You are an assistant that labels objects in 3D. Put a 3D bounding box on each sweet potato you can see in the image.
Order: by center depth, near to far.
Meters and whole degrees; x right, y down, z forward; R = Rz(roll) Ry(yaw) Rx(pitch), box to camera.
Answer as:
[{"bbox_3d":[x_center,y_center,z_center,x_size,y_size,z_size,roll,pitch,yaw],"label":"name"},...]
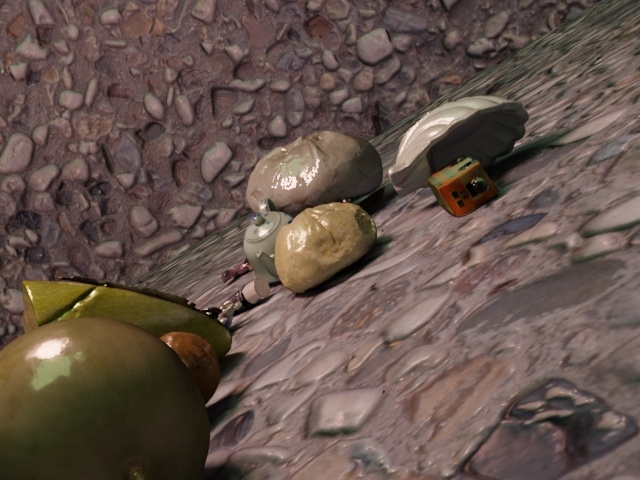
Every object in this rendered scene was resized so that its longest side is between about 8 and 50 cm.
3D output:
[{"bbox_3d":[0.117,-0.094,1.940,0.115,0.026,0.026,-38,11,-9],"label":"sweet potato"}]

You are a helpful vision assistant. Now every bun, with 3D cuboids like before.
[{"bbox_3d":[0.000,0.000,1.503,0.220,0.134,0.220,-34,7,4],"label":"bun"},{"bbox_3d":[-0.015,-0.163,1.927,0.354,0.194,0.354,-19,3,1],"label":"bun"}]

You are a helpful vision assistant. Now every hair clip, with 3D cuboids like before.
[{"bbox_3d":[-0.189,0.048,2.121,0.146,0.056,0.187,-28,19,12],"label":"hair clip"}]

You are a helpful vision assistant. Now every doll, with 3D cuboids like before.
[{"bbox_3d":[-0.229,0.172,1.550,0.195,0.070,0.096,-35,23,23],"label":"doll"}]

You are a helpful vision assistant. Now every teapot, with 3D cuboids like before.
[{"bbox_3d":[-0.105,-0.006,1.715,0.159,0.159,0.232,-28,33,18],"label":"teapot"}]

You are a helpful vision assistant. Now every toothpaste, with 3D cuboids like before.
[{"bbox_3d":[-0.184,0.137,1.674,0.193,0.045,0.071,-32,-1,35],"label":"toothpaste"}]

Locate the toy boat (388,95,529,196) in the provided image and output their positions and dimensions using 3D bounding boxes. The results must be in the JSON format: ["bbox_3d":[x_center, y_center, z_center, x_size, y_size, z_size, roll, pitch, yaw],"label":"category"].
[{"bbox_3d":[0.259,-0.196,1.530,0.290,0.100,0.199,-30,-33,4],"label":"toy boat"}]

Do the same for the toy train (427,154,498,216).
[{"bbox_3d":[0.255,-0.102,1.416,0.099,0.072,0.188,-30,10,6],"label":"toy train"}]

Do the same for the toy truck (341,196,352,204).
[{"bbox_3d":[0.043,-0.039,1.729,0.065,0.079,0.147,-29,11,20],"label":"toy truck"}]

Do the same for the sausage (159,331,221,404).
[{"bbox_3d":[-0.341,0.303,1.062,0.501,0.123,0.136,-36,-24,-23],"label":"sausage"}]

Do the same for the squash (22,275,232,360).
[{"bbox_3d":[-0.316,0.156,1.319,0.309,0.210,0.234,-16,-29,-28],"label":"squash"}]

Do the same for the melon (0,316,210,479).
[{"bbox_3d":[-0.261,0.209,0.881,0.308,0.272,0.272,19,40,30],"label":"melon"}]
